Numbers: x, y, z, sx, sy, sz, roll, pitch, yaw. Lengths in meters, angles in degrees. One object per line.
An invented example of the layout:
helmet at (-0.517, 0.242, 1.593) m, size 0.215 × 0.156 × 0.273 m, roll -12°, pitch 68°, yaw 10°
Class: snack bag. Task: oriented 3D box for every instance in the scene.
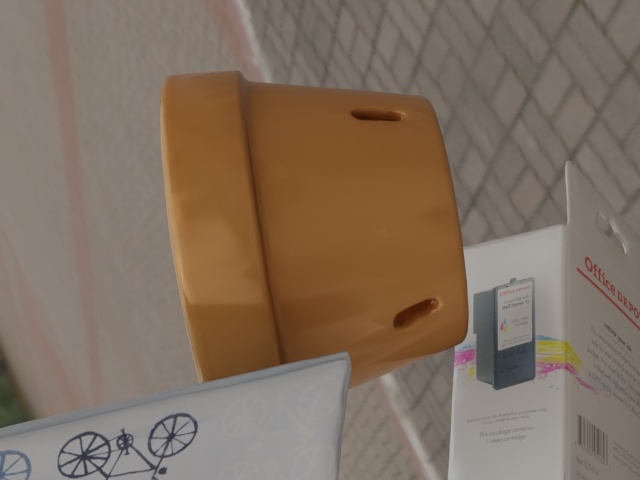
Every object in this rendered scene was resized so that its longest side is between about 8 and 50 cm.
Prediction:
snack bag at (-0.124, 0.251, 0.766) m, size 0.037 × 0.323 × 0.342 m, roll 33°, pitch 125°, yaw 50°

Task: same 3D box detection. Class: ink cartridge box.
ink cartridge box at (0.223, 0.127, 1.119) m, size 0.207 × 0.119 × 0.353 m, roll 38°, pitch -131°, yaw -42°

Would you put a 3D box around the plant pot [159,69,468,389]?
plant pot at (0.000, 0.000, 0.953) m, size 0.291 × 0.204 × 0.290 m, roll 172°, pitch 90°, yaw -90°
